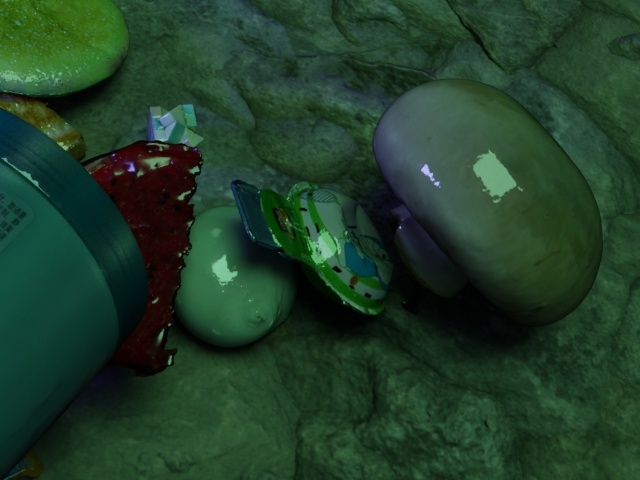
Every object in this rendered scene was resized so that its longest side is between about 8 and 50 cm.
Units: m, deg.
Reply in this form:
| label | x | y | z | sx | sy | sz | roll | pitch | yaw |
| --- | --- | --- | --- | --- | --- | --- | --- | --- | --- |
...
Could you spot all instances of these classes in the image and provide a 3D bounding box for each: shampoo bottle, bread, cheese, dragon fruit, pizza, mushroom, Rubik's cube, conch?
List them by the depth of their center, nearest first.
| label | x | y | z | sx | sy | sz | roll | pitch | yaw |
| --- | --- | --- | --- | --- | --- | --- | --- | --- | --- |
| shampoo bottle | -0.397 | 0.086 | 1.204 | 0.331 | 0.331 | 0.343 | 33 | 51 | 6 |
| cheese | -0.363 | 0.266 | 1.384 | 0.111 | 0.017 | 0.047 | -25 | 69 | -32 |
| dragon fruit | -0.281 | 0.030 | 1.523 | 0.282 | 0.100 | 0.344 | 2 | 54 | 7 |
| cheese | 0.000 | 0.000 | 1.588 | 0.320 | 0.083 | 0.204 | 23 | 40 | -52 |
| conch | -0.101 | 0.038 | 1.590 | 0.185 | 0.121 | 0.221 | 41 | 41 | -26 |
| mushroom | 0.196 | -0.033 | 1.633 | 0.362 | 0.294 | 0.362 | 48 | 13 | -15 |
| pizza | -0.415 | -0.152 | 1.641 | 0.188 | 0.062 | 0.199 | -5 | 50 | -25 |
| Rubik's cube | -0.196 | -0.146 | 1.697 | 0.073 | 0.084 | 0.075 | -4 | 74 | -16 |
| bread | -0.415 | -0.299 | 1.723 | 0.301 | 0.045 | 0.301 | 9 | 42 | -8 |
